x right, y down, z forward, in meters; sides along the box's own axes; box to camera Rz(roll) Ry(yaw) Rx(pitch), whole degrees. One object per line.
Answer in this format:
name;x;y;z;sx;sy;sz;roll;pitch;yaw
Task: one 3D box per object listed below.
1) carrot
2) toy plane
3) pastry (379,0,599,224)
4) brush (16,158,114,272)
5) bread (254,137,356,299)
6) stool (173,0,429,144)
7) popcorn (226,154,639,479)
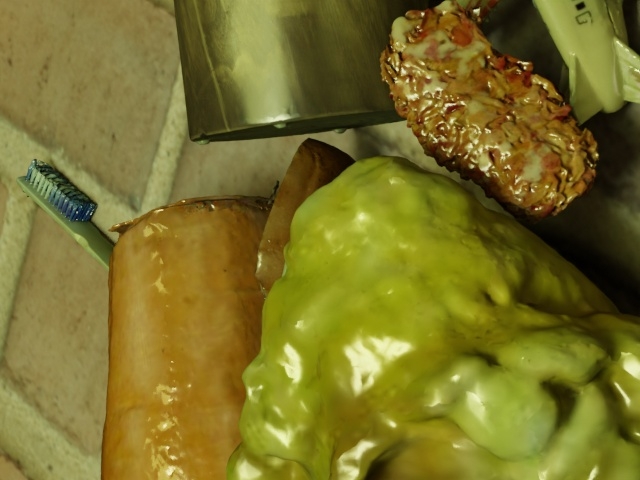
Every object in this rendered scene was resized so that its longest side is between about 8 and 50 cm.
carrot;-0.094;0.110;1.489;0.196;0.196;0.254;-20;77;43
toy plane;0.153;-0.184;1.271;0.229;0.092;0.244;-6;109;46
pastry;0.105;-0.076;1.283;0.169;0.087;0.063;49;168;20
brush;-0.192;-0.010;1.673;0.178;0.033;0.030;42;107;33
bread;0.000;0.000;1.423;0.044;0.126;0.129;6;64;19
stool;-0.018;-0.206;1.384;0.179;0.179;0.264;-6;91;44
popcorn;0.095;0.131;1.288;0.292;0.294;0.334;13;141;5
